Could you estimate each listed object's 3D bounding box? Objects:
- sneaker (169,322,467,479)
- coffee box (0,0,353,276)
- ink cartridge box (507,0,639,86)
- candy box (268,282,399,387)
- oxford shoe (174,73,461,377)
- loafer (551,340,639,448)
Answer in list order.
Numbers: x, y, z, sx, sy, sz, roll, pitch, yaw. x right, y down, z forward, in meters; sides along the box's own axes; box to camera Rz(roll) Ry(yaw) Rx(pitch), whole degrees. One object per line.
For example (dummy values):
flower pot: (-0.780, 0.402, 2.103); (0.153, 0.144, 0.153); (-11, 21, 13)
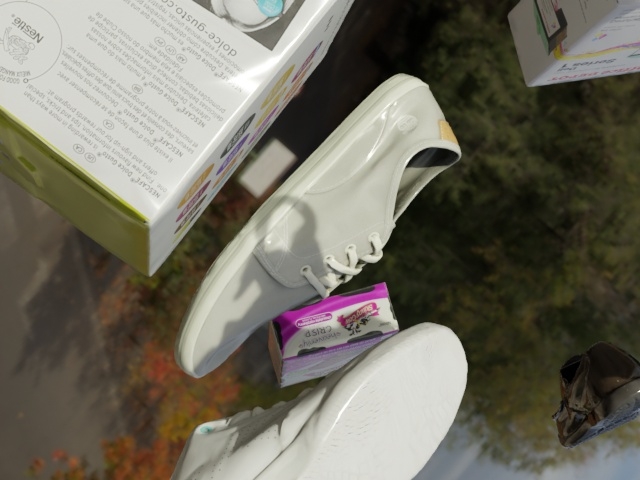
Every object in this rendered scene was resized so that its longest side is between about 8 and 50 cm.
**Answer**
sneaker: (-0.020, 0.105, 0.588); (0.212, 0.094, 0.080); (-39, 126, -24)
coffee box: (-0.195, -0.208, 1.109); (0.334, 0.338, 0.337); (-53, -179, -13)
ink cartridge box: (0.392, -0.305, 1.493); (0.202, 0.117, 0.278); (-9, 170, -15)
candy box: (0.012, 0.134, 1.588); (0.159, 0.071, 0.233); (-14, 166, -6)
oxford shoe: (0.000, 0.000, 1.373); (0.449, 0.130, 0.169); (-47, 166, -2)
loafer: (0.277, 0.149, 1.161); (0.080, 0.078, 0.220); (-22, 162, -12)
